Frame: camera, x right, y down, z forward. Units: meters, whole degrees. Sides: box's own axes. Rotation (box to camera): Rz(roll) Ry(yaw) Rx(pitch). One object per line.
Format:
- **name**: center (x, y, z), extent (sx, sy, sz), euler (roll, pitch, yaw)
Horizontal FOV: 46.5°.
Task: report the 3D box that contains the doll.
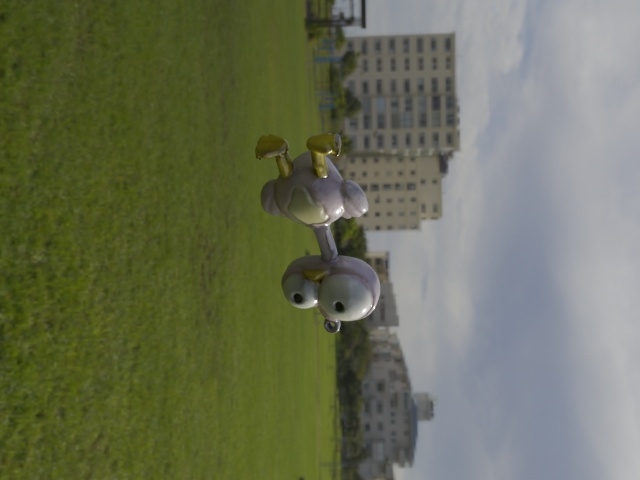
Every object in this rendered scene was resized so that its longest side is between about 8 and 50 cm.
- **doll**: center (0.000, 0.000, 1.110), extent (0.094, 0.160, 0.365), euler (-70, 156, -51)
